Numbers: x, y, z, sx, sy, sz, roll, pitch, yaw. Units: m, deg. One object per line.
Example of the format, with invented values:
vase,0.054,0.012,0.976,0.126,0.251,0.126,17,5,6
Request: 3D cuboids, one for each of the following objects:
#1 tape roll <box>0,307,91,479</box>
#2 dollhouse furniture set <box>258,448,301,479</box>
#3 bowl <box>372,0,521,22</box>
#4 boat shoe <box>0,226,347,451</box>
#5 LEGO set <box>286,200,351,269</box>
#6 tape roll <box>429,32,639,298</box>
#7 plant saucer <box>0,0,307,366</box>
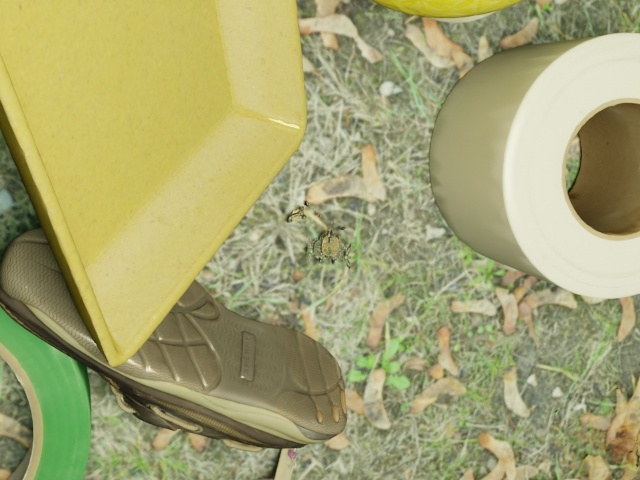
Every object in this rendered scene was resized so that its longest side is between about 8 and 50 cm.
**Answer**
tape roll,-0.372,0.165,0.717,0.321,0.077,0.321,-3,101,-16
dollhouse furniture set,-0.029,0.272,0.868,0.114,0.091,0.081,52,41,-39
bowl,0.122,-0.292,0.717,0.289,0.289,0.156,-32,149,-8
boat shoe,-0.138,0.116,0.729,0.355,0.132,0.130,33,126,-25
LEGO set,0.001,-0.002,0.824,0.054,0.023,0.083,-26,92,-12
tape roll,0.253,-0.078,0.801,0.246,0.169,0.246,-3,101,-14
plant saucer,-0.127,-0.131,0.607,0.333,0.081,0.332,-56,153,-39
